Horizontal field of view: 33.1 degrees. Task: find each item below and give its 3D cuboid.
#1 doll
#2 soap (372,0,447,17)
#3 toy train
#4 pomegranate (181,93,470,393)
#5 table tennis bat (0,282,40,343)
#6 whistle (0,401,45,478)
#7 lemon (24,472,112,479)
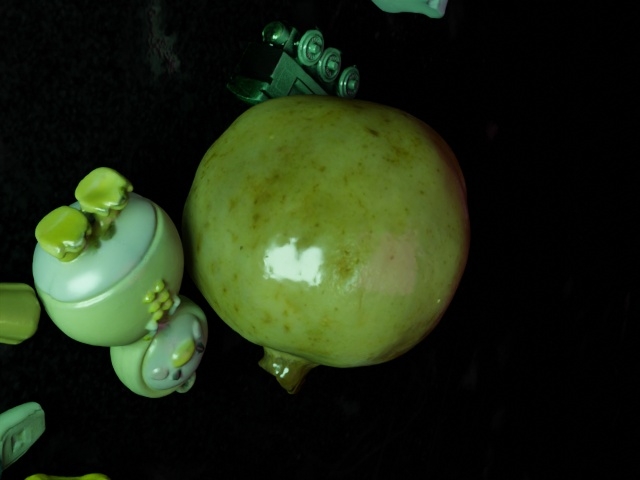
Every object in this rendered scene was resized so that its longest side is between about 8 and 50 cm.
[{"bbox_3d":[-0.169,0.058,1.000,0.141,0.117,0.296,-55,140,-25],"label":"doll"},{"bbox_3d":[0.119,-0.434,1.281,0.173,0.095,0.289,30,77,-56],"label":"soap"},{"bbox_3d":[-0.024,-0.171,1.187,0.111,0.071,0.170,-62,146,-6],"label":"toy train"},{"bbox_3d":[0.012,-0.014,1.081,0.307,0.307,0.307,-24,120,-50],"label":"pomegranate"},{"bbox_3d":[-0.347,0.044,0.807,0.321,0.050,0.198,13,88,-52],"label":"table tennis bat"},{"bbox_3d":[-0.313,0.206,0.880,0.235,0.077,0.114,-35,137,-49],"label":"whistle"},{"bbox_3d":[-0.217,0.321,0.904,0.233,0.233,0.288,-42,167,-41],"label":"lemon"}]
